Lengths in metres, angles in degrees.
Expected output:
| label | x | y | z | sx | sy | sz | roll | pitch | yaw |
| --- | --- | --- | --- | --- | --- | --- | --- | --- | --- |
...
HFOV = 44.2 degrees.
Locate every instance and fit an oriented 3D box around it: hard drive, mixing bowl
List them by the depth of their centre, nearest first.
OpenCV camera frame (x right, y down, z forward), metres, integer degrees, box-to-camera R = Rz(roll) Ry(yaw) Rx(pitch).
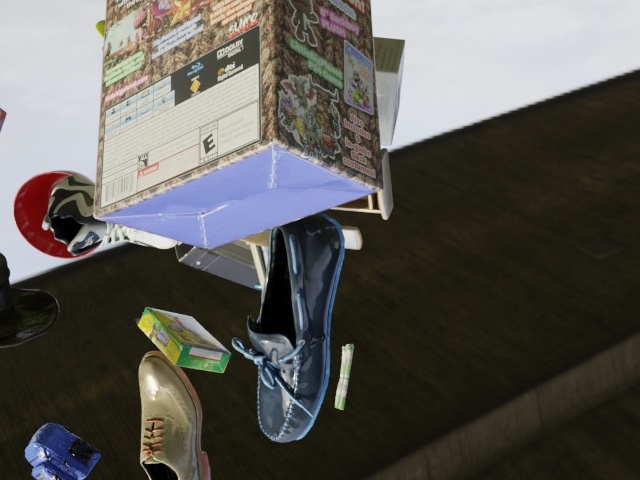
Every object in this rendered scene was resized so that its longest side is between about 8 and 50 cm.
| label | x | y | z | sx | sy | sz | roll | pitch | yaw |
| --- | --- | --- | --- | --- | --- | --- | --- | --- | --- |
| mixing bowl | -0.492 | -0.066 | 1.530 | 0.181 | 0.182 | 0.098 | -7 | -154 | 2 |
| hard drive | -0.188 | -0.016 | 1.703 | 0.064 | 0.339 | 0.237 | -37 | -128 | 22 |

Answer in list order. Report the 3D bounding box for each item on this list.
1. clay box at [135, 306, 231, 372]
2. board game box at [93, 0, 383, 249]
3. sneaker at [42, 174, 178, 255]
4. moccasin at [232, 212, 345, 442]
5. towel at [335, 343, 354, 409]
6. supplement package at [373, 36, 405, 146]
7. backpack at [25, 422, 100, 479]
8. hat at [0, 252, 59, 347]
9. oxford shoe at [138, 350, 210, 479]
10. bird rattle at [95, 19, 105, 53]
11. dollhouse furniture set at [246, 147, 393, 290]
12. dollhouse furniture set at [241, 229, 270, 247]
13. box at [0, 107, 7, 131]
| label | x | y | z | sx | sy | sz | roll | pitch | yaw |
| --- | --- | --- | --- | --- | --- | --- | --- | --- | --- |
| clay box | -0.304 | 0.209 | 1.714 | 0.127 | 0.053 | 0.222 | 19 | -171 | -41 |
| board game box | -0.081 | -0.167 | 0.739 | 0.232 | 0.291 | 0.141 | -16 | 157 | 37 |
| sneaker | -0.372 | -0.015 | 1.373 | 0.234 | 0.094 | 0.153 | 28 | -143 | -11 |
| moccasin | -0.061 | 0.123 | 1.122 | 0.116 | 0.342 | 0.137 | -2 | -170 | -44 |
| towel | 0.054 | 0.324 | 1.872 | 0.023 | 0.152 | 0.113 | 10 | 169 | 0 |
| supplement package | 0.025 | -0.334 | 1.698 | 0.292 | 0.175 | 0.178 | 7 | -142 | 7 |
| backpack | -0.496 | 0.409 | 1.489 | 0.098 | 0.120 | 0.101 | -36 | -165 | 36 |
| hat | -0.549 | 0.067 | 1.118 | 0.331 | 0.134 | 0.331 | 0 | -163 | 0 |
| oxford shoe | -0.328 | 0.412 | 1.681 | 0.122 | 0.348 | 0.130 | -11 | -171 | 27 |
| bird rattle | -0.267 | -0.365 | 1.425 | 0.207 | 0.253 | 0.143 | -59 | -158 | -8 |
| dollhouse furniture set | 0.000 | 0.000 | 1.465 | 0.198 | 0.287 | 0.303 | 6 | -140 | 20 |
| dollhouse furniture set | -0.132 | -0.062 | 1.312 | 0.123 | 0.144 | 0.151 | 16 | 169 | -5 |
| box | -0.674 | -0.111 | 1.413 | 0.201 | 0.057 | 0.293 | -34 | -143 | 20 |
